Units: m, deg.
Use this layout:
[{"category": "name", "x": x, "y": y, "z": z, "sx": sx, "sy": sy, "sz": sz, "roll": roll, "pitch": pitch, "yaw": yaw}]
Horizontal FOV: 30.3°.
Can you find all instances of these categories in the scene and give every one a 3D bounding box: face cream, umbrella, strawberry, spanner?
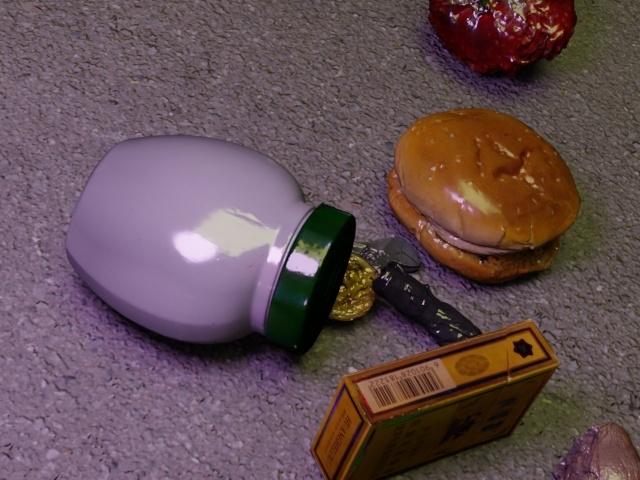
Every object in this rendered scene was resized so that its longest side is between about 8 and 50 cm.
[{"category": "face cream", "x": -0.149, "y": 0.000, "z": 1.647, "sx": 0.356, "sy": 0.219, "sz": 0.312, "roll": 21, "pitch": 54, "yaw": 11}, {"category": "umbrella", "x": 0.179, "y": 0.121, "z": 1.749, "sx": 0.235, "sy": 0.059, "sz": 0.066, "roll": 40, "pitch": 49, "yaw": -3}, {"category": "strawberry", "x": 0.345, "y": -0.419, "z": 2.175, "sx": 0.274, "sy": 0.220, "sz": 0.274, "roll": -5, "pitch": 74, "yaw": 16}, {"category": "spanner", "x": 0.000, "y": 0.000, "z": 1.835, "sx": 0.325, "sy": 0.026, "sz": 0.093, "roll": 15, "pitch": 48, "yaw": -3}]

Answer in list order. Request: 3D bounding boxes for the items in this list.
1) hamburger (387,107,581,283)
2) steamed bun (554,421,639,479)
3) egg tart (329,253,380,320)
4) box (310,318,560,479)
[{"category": "hamburger", "x": 0.259, "y": -0.088, "z": 1.894, "sx": 0.289, "sy": 0.170, "sz": 0.314, "roll": -21, "pitch": 58, "yaw": -37}, {"category": "steamed bun", "x": 0.372, "y": 0.340, "z": 1.588, "sx": 0.106, "sy": 0.145, "sz": 0.175, "roll": 11, "pitch": 45, "yaw": -6}, {"category": "egg tart", "x": 0.026, "y": 0.072, "z": 1.769, "sx": 0.128, "sy": 0.049, "sz": 0.129, "roll": 6, "pitch": 51, "yaw": -7}, {"category": "box", "x": 0.152, "y": 0.223, "z": 1.584, "sx": 0.301, "sy": 0.193, "sz": 0.084, "roll": -13, "pitch": 57, "yaw": -26}]
